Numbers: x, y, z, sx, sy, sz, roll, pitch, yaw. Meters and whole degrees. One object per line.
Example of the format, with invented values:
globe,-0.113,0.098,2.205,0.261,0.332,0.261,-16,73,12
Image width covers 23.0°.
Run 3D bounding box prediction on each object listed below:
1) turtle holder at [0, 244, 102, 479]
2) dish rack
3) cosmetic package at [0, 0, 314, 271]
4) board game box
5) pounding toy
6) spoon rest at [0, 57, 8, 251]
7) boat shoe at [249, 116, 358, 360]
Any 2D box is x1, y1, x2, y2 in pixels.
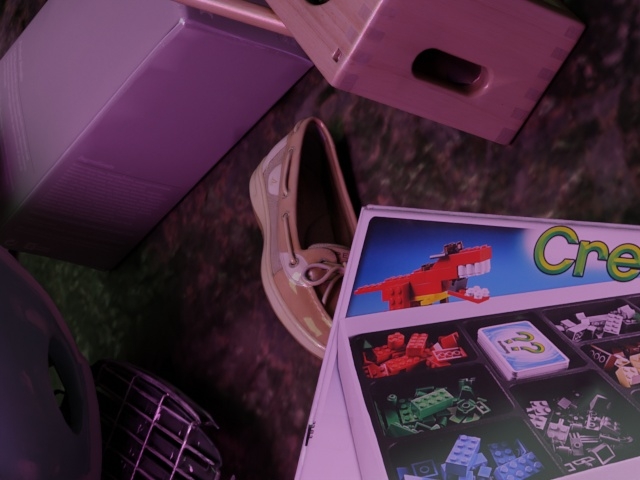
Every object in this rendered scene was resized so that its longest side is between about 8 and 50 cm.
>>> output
turtle holder,-0.257,0.082,0.870,0.243,0.227,0.320,-60,38,17
dish rack,-0.121,0.210,0.893,0.208,0.074,0.271,22,94,53
cosmetic package,-0.118,-0.098,0.973,0.238,0.107,0.127,-38,51,36
board game box,0.128,0.094,0.521,0.305,0.053,0.192,6,76,36
pounding toy,0.021,-0.112,0.753,0.100,0.141,0.130,-59,39,22
spoon rest,-0.265,-0.015,1.175,0.137,0.084,0.276,56,136,48
boat shoe,0.002,0.000,0.816,0.048,0.056,0.153,-55,33,33
